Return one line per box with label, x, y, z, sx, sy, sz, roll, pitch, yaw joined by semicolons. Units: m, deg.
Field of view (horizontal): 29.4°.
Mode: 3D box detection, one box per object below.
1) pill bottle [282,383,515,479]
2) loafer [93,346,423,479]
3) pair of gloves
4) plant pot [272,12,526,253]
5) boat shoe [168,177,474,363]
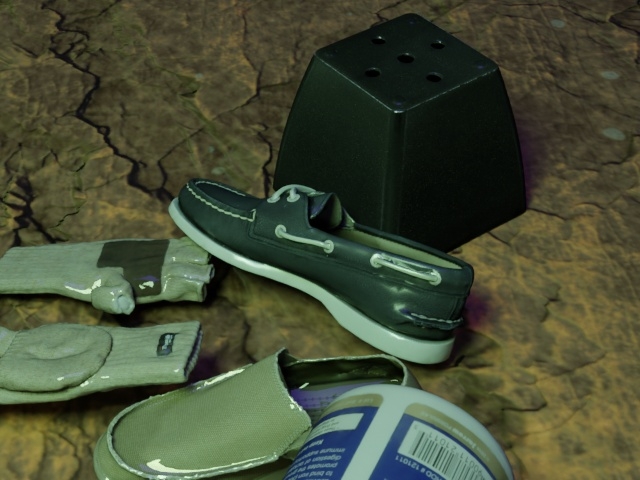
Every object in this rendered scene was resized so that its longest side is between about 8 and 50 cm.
pill bottle;0.017;0.231;0.785;0.153;0.153;0.265;17;43;18
loafer;-0.044;0.134;0.944;0.268;0.092;0.102;-9;41;-11
pair of gloves;-0.195;0.065;1.047;0.204;0.042;0.240;-5;29;2
plant pot;0.078;-0.104;1.167;0.187;0.167;0.188;-26;48;-27
boat shoe;0.000;0.000;1.080;0.302;0.091;0.114;26;19;20
